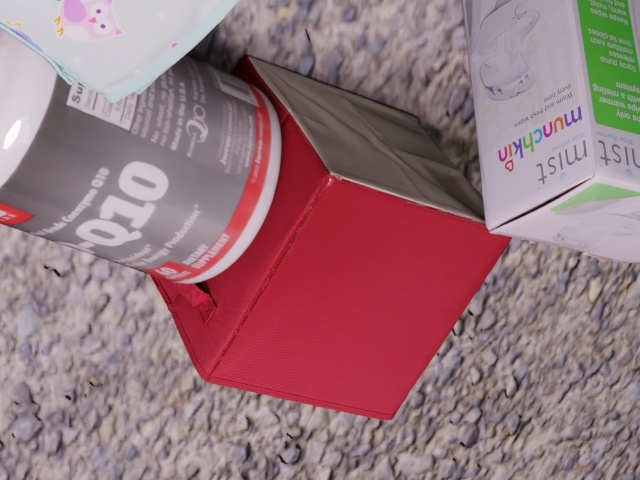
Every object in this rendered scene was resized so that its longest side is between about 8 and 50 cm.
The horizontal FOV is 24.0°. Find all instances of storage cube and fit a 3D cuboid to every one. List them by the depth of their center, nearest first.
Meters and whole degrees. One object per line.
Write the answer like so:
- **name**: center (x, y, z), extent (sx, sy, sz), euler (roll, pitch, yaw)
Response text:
- **storage cube**: center (0.000, 0.000, 1.193), extent (0.215, 0.183, 0.193), euler (15, 117, -35)

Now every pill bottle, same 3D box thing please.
- **pill bottle**: center (-0.181, -0.081, 1.048), extent (0.283, 0.161, 0.161), euler (21, 115, -38)

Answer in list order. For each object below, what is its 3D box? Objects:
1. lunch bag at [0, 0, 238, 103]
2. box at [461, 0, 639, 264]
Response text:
- **lunch bag**: center (-0.134, -0.241, 0.903), extent (0.223, 0.160, 0.262), euler (36, 82, -40)
- **box**: center (0.251, -0.107, 1.188), extent (0.262, 0.231, 0.127), euler (12, 153, -33)
